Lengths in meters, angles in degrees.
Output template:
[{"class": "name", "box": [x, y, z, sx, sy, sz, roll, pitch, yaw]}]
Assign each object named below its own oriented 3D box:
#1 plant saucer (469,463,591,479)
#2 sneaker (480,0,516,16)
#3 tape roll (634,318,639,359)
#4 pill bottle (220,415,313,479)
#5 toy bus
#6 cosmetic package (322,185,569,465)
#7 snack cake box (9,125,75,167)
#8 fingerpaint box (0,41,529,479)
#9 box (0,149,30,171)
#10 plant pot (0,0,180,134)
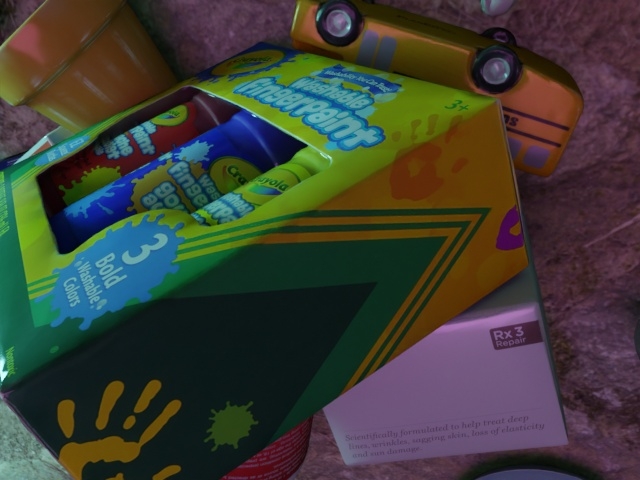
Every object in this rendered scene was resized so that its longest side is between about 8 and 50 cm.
[{"class": "plant saucer", "box": [0.373, 0.497, 1.069, 0.317, 0.044, 0.318, 6, 120, 11]}, {"class": "sneaker", "box": [0.245, -0.336, 0.631, 0.094, 0.090, 0.235, 21, 123, -8]}, {"class": "tape roll", "box": [0.497, 0.122, 0.729, 0.219, 0.219, 0.072, -24, 109, 25]}, {"class": "pill bottle", "box": [-0.121, 0.247, 0.955, 0.228, 0.229, 0.408, 13, 120, 8]}, {"class": "toy bus", "box": [0.129, -0.192, 0.723, 0.332, 0.108, 0.130, 18, 122, 4]}, {"class": "cosmetic package", "box": [0.133, 0.049, 0.689, 0.217, 0.385, 0.156, -12, 114, 21]}, {"class": "snack cake box", "box": [-0.320, -0.038, 0.915, 0.152, 0.089, 0.264, -19, 113, 42]}, {"class": "fingerpaint box", "box": [-0.102, -0.028, 0.595, 0.371, 0.445, 0.163, -31, 123, -14]}, {"class": "box", "box": [-0.469, -0.028, 1.011, 0.136, 0.036, 0.225, -12, 113, 21]}, {"class": "plant pot", "box": [-0.283, -0.213, 0.782, 0.205, 0.205, 0.188, -29, 123, 26]}]
